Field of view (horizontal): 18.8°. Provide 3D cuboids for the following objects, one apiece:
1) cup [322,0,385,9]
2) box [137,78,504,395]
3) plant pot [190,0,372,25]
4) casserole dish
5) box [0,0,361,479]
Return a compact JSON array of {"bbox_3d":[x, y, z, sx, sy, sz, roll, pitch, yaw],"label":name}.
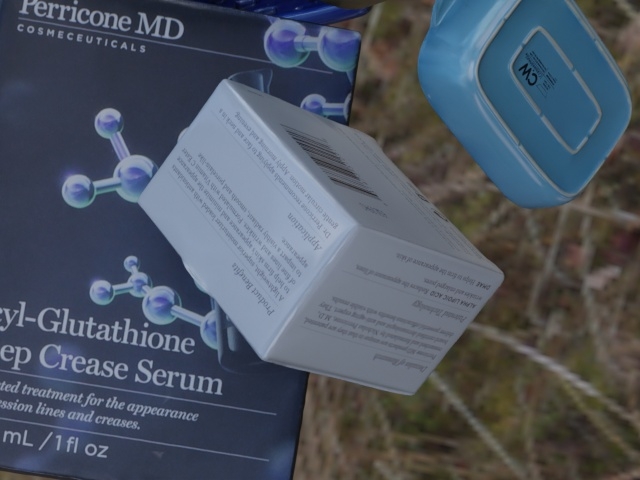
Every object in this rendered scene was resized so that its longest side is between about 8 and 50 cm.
[{"bbox_3d":[0.098,-0.367,1.547,0.237,0.331,0.331,-6,68,32],"label":"cup"},{"bbox_3d":[0.000,0.000,1.383,0.119,0.182,0.181,-53,52,16],"label":"box"},{"bbox_3d":[-0.062,-0.330,1.861,0.212,0.236,0.236,-52,-49,-63],"label":"plant pot"},{"bbox_3d":[0.133,-0.095,1.185,0.037,0.188,0.114,22,70,48],"label":"casserole dish"},{"bbox_3d":[-0.145,0.005,1.608,0.212,0.293,0.396,153,125,-84],"label":"box"}]
